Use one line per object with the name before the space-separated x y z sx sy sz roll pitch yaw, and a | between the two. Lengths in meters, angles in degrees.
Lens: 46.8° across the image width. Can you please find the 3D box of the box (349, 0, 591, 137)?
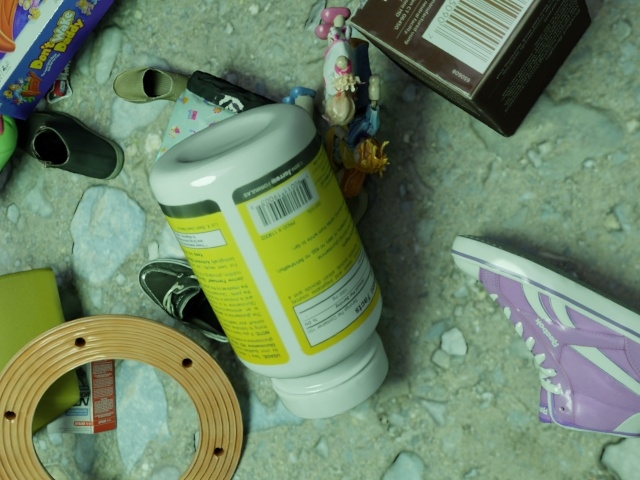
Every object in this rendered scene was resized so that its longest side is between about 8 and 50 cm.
box | 0.171 -0.241 0.815 0.167 0.203 0.169 38 101 22

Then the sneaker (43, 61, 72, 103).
sneaker | -0.416 -0.274 1.181 0.067 0.042 0.118 48 113 24

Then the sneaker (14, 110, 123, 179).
sneaker | -0.420 -0.159 1.132 0.222 0.118 0.083 20 95 25

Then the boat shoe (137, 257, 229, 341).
boat shoe | -0.178 0.080 1.029 0.219 0.070 0.078 22 95 25

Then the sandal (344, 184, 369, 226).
sandal | 0.000 0.000 0.963 0.072 0.049 0.180 34 100 23

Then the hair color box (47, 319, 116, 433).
hair color box | -0.364 0.204 1.117 0.093 0.053 0.167 -7 82 26

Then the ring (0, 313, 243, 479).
ring | -0.272 0.254 0.994 0.336 0.032 0.337 -2 107 -6

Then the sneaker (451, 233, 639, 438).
sneaker | 0.245 0.111 0.815 0.282 0.102 0.161 32 103 24

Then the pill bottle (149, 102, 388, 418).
pill bottle | -0.042 0.031 0.841 0.187 0.188 0.334 -11 116 24

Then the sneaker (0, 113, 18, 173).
sneaker | -0.668 -0.216 1.214 0.483 0.185 0.202 44 123 33

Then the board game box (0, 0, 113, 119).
board game box | -0.426 -0.389 1.097 0.347 0.078 0.233 -46 69 18

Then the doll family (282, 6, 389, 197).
doll family | 0.036 -0.144 0.889 0.118 0.263 0.163 1 69 -15

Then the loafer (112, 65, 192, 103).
loafer | -0.255 -0.234 1.098 0.147 0.050 0.056 4 88 25

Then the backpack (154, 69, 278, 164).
backpack | -0.149 -0.126 1.007 0.151 0.115 0.182 28 102 21

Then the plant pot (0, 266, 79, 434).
plant pot | -0.499 0.175 1.067 0.212 0.187 0.212 -35 65 37
